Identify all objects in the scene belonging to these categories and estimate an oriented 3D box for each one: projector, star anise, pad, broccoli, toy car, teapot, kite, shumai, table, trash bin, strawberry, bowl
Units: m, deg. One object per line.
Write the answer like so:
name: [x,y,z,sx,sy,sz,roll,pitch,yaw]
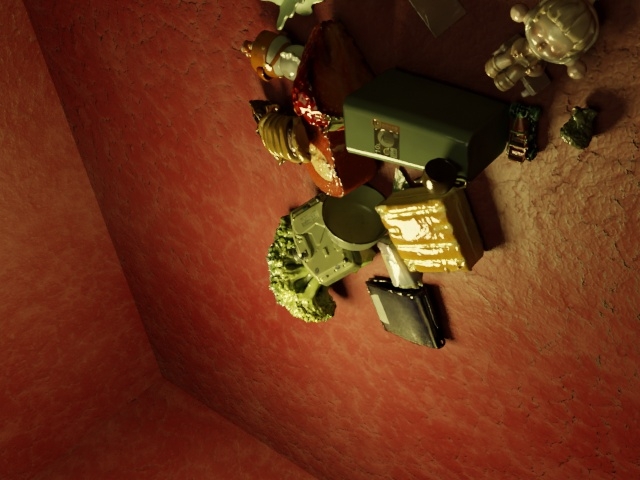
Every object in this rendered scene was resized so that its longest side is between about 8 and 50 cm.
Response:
projector: [0.000,0.000,2.222,0.194,0.088,0.269,-31,68,21]
star anise: [-0.127,-0.339,2.210,0.214,0.099,0.220,29,146,51]
pad: [0.251,-0.577,1.640,0.187,0.006,0.113,53,144,-4]
broccoli: [0.005,0.125,2.382,0.397,0.274,0.353,9,133,27]
toy car: [0.467,-0.249,1.637,0.073,0.054,0.143,24,137,33]
teapot: [0.273,-0.136,1.591,0.121,0.076,0.068,8,145,2]
kite: [0.281,-0.113,2.006,0.229,0.012,0.250,54,145,-8]
shumai: [0.566,-0.247,1.517,0.083,0.082,0.080,17,140,-20]
table: [-0.066,-0.651,1.819,0.166,0.167,0.198,57,153,-6]
trash bin: [0.255,-0.282,1.708,0.344,0.223,0.158,22,135,34]
strawberry: [0.008,-0.407,1.843,0.150,0.253,0.280,-24,99,51]
bowl: [0.101,-0.055,2.108,0.211,0.211,0.112,41,154,16]

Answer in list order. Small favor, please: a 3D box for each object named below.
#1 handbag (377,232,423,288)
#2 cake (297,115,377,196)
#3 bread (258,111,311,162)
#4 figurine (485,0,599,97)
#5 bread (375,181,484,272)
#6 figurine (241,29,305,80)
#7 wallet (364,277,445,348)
handbag: [0.240,0.068,2.130,0.173,0.095,0.117,62,173,-14]
cake: [0.040,-0.272,2.030,0.177,0.151,0.282,23,138,55]
bread: [-0.104,-0.293,2.014,0.225,0.081,0.134,27,134,58]
figurine: [0.472,-0.405,1.439,0.257,0.145,0.181,-34,73,58]
bread: [0.304,-0.027,1.957,0.246,0.111,0.239,-2,120,46]
figurine: [-0.097,-0.520,1.995,0.272,0.143,0.143,5,126,23]
wallet: [0.273,0.229,2.279,0.262,0.071,0.220,8,131,49]
